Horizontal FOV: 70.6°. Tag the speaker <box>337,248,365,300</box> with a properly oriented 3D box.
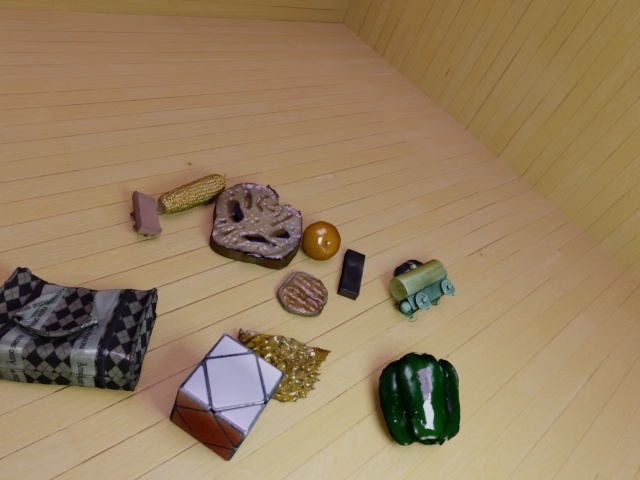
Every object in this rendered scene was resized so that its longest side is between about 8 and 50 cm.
[{"bbox_3d":[0.122,0.130,1.779,0.082,0.044,0.218,22,43,-5],"label":"speaker"}]

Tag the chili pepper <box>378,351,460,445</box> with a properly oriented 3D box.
[{"bbox_3d":[0.313,0.496,1.395,0.248,0.233,0.257,8,52,-14],"label":"chili pepper"}]

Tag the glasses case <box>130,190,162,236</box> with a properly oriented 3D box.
[{"bbox_3d":[-0.621,-0.080,1.615,0.102,0.070,0.193,24,32,-46],"label":"glasses case"}]

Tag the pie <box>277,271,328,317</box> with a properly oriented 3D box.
[{"bbox_3d":[-0.058,0.198,1.628,0.195,0.046,0.195,13,44,-13],"label":"pie"}]

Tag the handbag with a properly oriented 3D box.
[{"bbox_3d":[-0.676,0.225,1.224,0.416,0.180,0.317,9,37,-12],"label":"handbag"}]

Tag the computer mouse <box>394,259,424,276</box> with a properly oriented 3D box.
[{"bbox_3d":[0.391,0.129,1.900,0.192,0.062,0.106,-11,55,-32],"label":"computer mouse"}]

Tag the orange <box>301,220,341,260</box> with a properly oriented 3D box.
[{"bbox_3d":[0.000,0.000,1.773,0.159,0.159,0.136,3,6,-24],"label":"orange"}]

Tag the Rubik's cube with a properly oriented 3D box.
[{"bbox_3d":[-0.248,0.416,1.208,0.207,0.205,0.205,32,43,7],"label":"Rubik's cube"}]

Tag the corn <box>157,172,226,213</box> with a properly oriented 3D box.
[{"bbox_3d":[-0.482,-0.178,1.743,0.101,0.101,0.310,41,47,15],"label":"corn"}]

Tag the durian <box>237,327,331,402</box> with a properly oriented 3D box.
[{"bbox_3d":[-0.114,0.391,1.384,0.305,0.185,0.196,21,66,-18],"label":"durian"}]

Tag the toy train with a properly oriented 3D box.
[{"bbox_3d":[0.395,0.190,1.790,0.307,0.126,0.189,-19,66,-36],"label":"toy train"}]

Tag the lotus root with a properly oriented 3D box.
[{"bbox_3d":[-0.251,-0.053,1.734,0.375,0.111,0.390,-25,65,-38],"label":"lotus root"}]
